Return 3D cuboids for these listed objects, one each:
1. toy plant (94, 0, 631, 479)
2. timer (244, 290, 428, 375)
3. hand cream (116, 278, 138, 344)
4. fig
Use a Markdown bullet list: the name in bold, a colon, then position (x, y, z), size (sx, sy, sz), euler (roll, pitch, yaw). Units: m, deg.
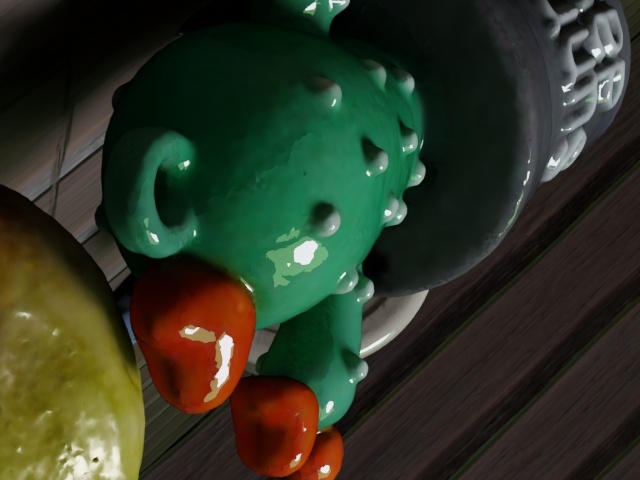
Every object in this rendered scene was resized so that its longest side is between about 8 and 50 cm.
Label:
- **toy plant**: position (0.013, -0.063, 0.827), size (0.400, 0.185, 0.279), euler (-30, 148, -55)
- **timer**: position (-0.027, 0.035, 1.196), size (0.175, 0.175, 0.266), euler (-41, 171, -17)
- **hand cream**: position (-0.100, 0.022, 1.306), size (0.271, 0.058, 0.091), euler (-42, -177, 26)
- **fig**: position (-0.121, 0.091, 0.726), size (0.159, 0.257, 0.159), euler (-46, -171, 10)
